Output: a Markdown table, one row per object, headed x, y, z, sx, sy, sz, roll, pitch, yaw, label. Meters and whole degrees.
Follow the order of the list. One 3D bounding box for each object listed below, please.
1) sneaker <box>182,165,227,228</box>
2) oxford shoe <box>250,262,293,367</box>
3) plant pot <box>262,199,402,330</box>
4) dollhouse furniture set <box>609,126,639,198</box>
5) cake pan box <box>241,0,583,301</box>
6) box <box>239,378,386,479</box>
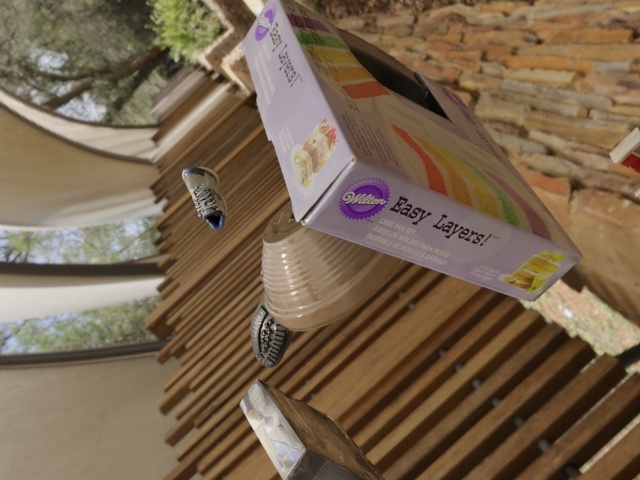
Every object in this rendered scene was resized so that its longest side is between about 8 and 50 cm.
| x | y | z | sx | sy | sz | roll | pitch | yaw | label |
| --- | --- | --- | --- | --- | --- | --- | --- | --- | --- |
| -0.180 | -0.066 | 1.008 | 0.135 | 0.052 | 0.058 | 65 | -168 | -55 | sneaker |
| -0.062 | 0.118 | 1.115 | 0.082 | 0.227 | 0.096 | 21 | -166 | 28 | oxford shoe |
| 0.000 | 0.000 | 0.865 | 0.110 | 0.237 | 0.237 | 51 | 179 | -23 | plant pot |
| 0.664 | -0.104 | 1.242 | 0.183 | 0.129 | 0.129 | 22 | -140 | -17 | dollhouse furniture set |
| 0.067 | -0.084 | 0.539 | 0.245 | 0.070 | 0.267 | 21 | -147 | -32 | cake pan box |
| -0.009 | 0.318 | 0.966 | 0.183 | 0.056 | 0.231 | 34 | 178 | -27 | box |
